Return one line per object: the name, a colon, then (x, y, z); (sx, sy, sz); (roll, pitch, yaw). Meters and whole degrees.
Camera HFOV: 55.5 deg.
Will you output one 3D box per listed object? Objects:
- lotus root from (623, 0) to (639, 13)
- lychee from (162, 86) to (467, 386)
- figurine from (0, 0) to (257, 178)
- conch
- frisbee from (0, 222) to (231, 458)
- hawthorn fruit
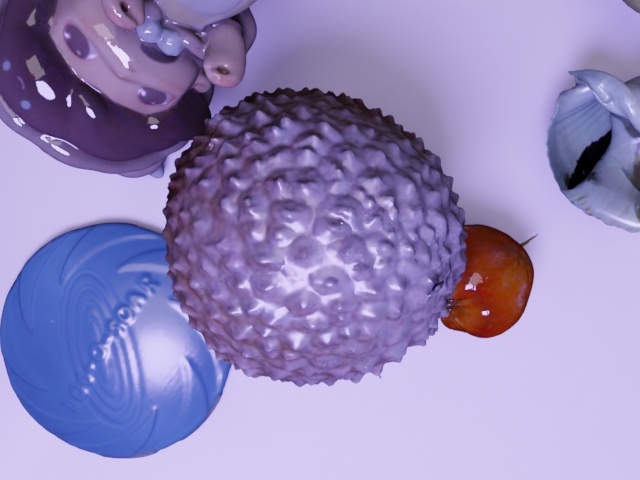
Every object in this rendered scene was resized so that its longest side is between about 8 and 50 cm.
lotus root: (0.346, -0.365, 0.615); (0.173, 0.173, 0.310); (-21, 85, 4)
lychee: (0.001, -0.003, 0.580); (0.299, 0.300, 0.300); (0, 93, 3)
figurine: (-0.170, -0.203, 0.570); (0.248, 0.203, 0.380); (30, 138, -34)
conch: (0.345, -0.103, 0.637); (0.200, 0.131, 0.172); (46, 124, 26)
frisbee: (-0.247, 0.123, 0.720); (0.289, 0.049, 0.290); (0, 94, 3)
hawthorn fruit: (0.171, 0.042, 0.666); (0.125, 0.140, 0.125); (11, 111, 33)
